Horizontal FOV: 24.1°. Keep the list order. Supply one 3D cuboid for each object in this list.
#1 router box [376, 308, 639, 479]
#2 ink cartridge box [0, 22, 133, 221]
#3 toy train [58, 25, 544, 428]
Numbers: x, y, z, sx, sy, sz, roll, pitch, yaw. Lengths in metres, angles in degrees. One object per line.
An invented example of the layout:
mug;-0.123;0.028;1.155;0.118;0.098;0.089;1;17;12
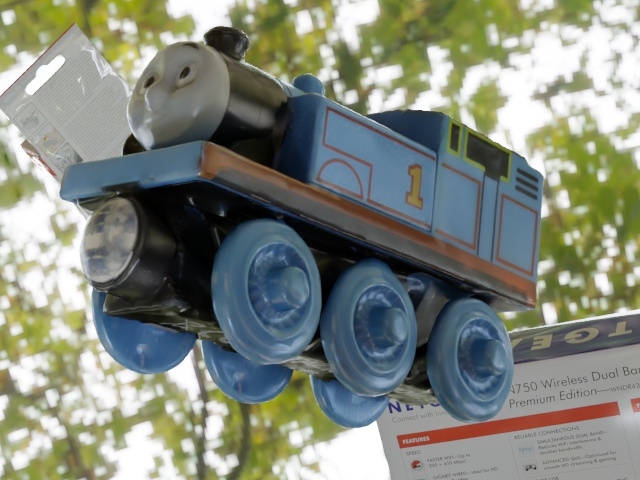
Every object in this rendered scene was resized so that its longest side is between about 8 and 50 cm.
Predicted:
router box;0.240;0.218;1.255;0.335;0.301;0.082;-11;-165;17
ink cartridge box;-0.122;-0.056;0.798;0.063;0.115;0.029;-47;-145;-13
toy train;0.000;0.000;0.489;0.080;0.105;0.184;-9;158;42
